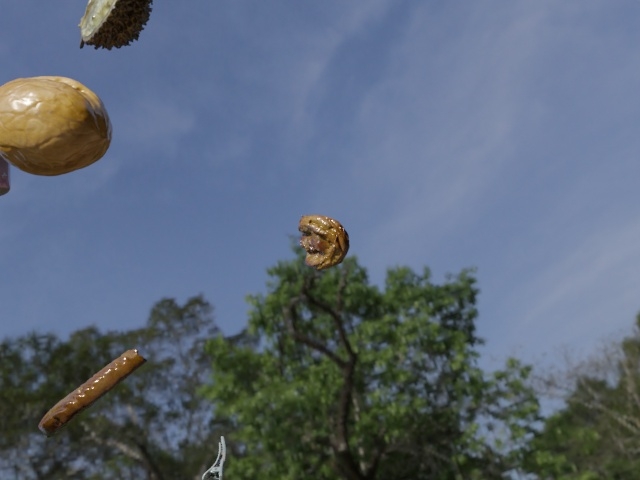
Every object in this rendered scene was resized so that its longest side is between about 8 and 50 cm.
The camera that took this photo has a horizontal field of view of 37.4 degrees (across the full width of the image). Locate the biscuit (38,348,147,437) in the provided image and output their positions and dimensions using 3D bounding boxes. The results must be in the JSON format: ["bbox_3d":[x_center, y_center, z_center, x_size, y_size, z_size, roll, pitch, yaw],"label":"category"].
[{"bbox_3d":[-0.285,0.186,1.214,0.228,0.031,0.176,-38,2,30],"label":"biscuit"}]

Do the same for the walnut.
[{"bbox_3d":[-0.421,-0.178,1.467,0.207,0.159,0.159,10,-26,16],"label":"walnut"}]

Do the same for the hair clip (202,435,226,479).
[{"bbox_3d":[-0.197,0.418,1.792,0.039,0.115,0.030,8,-63,-1],"label":"hair clip"}]

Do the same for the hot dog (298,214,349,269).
[{"bbox_3d":[0.000,0.000,0.998,0.035,0.058,0.083,-11,7,-21],"label":"hot dog"}]

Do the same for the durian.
[{"bbox_3d":[-0.319,-0.361,1.493,0.188,0.148,0.091,-38,-43,28],"label":"durian"}]

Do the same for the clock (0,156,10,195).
[{"bbox_3d":[-0.819,-0.136,1.891,0.322,0.113,0.295,-14,-14,34],"label":"clock"}]
